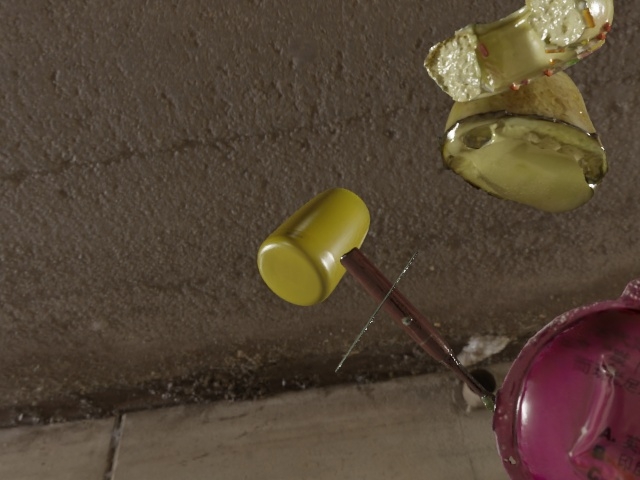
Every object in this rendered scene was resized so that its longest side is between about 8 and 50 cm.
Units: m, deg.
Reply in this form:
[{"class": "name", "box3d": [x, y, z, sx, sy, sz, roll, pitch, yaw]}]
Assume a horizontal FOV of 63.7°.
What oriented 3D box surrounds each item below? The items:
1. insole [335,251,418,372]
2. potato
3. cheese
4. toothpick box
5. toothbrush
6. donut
[{"class": "insole", "box3d": [0.051, 0.058, 0.445, 0.002, 0.152, 0.053, 35, 141, 9]}, {"class": "potato", "box3d": [0.347, -0.199, 0.889, 0.286, 0.242, 0.242, 16, 134, -2]}, {"class": "cheese", "box3d": [0.172, 0.143, 0.323, 0.155, 0.062, 0.244, 21, 92, -3]}, {"class": "toothpick box", "box3d": [0.000, 0.000, 1.136, 0.175, 0.271, 0.174, 18, 131, 22]}, {"class": "toothbrush", "box3d": [0.168, 0.151, 0.862, 0.364, 0.041, 0.041, 46, 124, 2]}, {"class": "donut", "box3d": [0.183, -0.174, 0.446, 0.108, 0.065, 0.166, -16, 178, -32]}]
